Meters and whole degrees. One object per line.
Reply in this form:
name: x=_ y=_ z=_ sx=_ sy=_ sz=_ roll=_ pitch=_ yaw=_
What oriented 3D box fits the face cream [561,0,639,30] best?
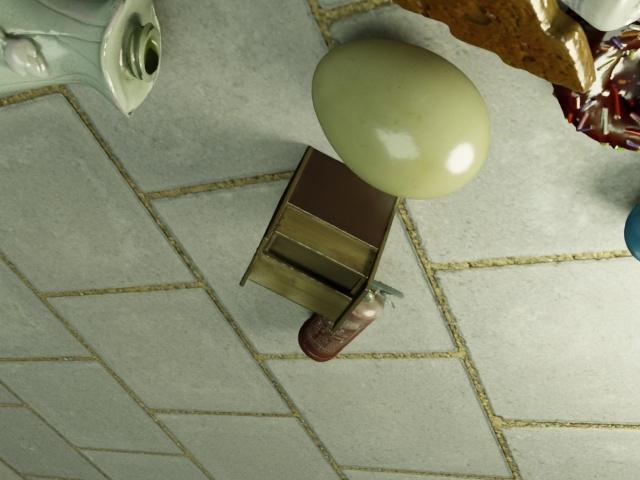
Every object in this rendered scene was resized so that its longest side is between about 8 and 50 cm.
face cream: x=0.309 y=-0.302 z=0.645 sx=0.111 sy=0.206 sz=0.206 roll=49 pitch=139 yaw=11

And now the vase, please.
vase: x=-0.449 y=-0.299 z=0.963 sx=0.445 sy=0.250 sz=0.250 roll=11 pitch=138 yaw=3

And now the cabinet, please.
cabinet: x=0.000 y=0.000 z=1.098 sx=0.175 sy=0.215 sz=0.148 roll=26 pitch=138 yaw=-5

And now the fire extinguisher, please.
fire extinguisher: x=0.055 y=0.140 z=1.312 sx=0.105 sy=0.105 sz=0.269 roll=29 pitch=139 yaw=-9

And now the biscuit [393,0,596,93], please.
biscuit: x=0.183 y=-0.261 z=0.758 sx=0.301 sy=0.043 sz=0.278 roll=32 pitch=-178 yaw=-13

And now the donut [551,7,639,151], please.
donut: x=0.380 y=-0.200 z=0.820 sx=0.230 sy=0.096 sz=0.216 roll=40 pitch=135 yaw=-20

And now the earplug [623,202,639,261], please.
earplug: x=0.544 y=-0.031 z=0.914 sx=0.273 sy=0.132 sz=0.132 roll=-18 pitch=126 yaw=40

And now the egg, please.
egg: x=0.103 y=-0.162 z=0.907 sx=0.254 sy=0.188 sz=0.188 roll=36 pitch=137 yaw=-4
